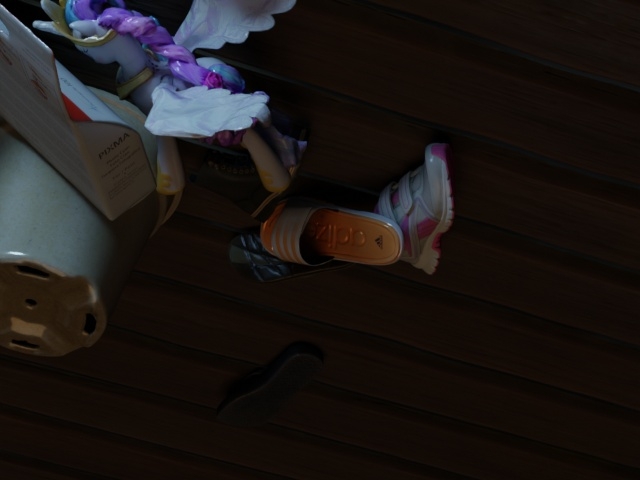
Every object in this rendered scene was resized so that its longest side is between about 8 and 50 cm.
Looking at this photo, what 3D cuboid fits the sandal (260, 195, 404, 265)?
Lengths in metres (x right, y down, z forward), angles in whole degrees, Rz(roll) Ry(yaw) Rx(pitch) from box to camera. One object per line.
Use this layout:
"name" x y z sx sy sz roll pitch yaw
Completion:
"sandal" 0.000 -0.011 1.927 0.265 0.076 0.102 5 101 36

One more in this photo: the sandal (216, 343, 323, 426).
"sandal" -0.088 0.263 2.325 0.097 0.054 0.254 32 123 -33

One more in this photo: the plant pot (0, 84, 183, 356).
"plant pot" -0.394 -0.010 1.892 0.333 0.305 0.334 5 137 5

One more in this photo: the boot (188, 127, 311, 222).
"boot" -0.108 -0.114 1.909 0.137 0.077 0.198 25 134 -10

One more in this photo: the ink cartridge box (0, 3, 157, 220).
"ink cartridge box" -0.365 -0.230 1.629 0.308 0.091 0.385 42 160 21

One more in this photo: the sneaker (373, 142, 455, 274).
"sneaker" 0.138 -0.047 1.913 0.111 0.103 0.252 9 136 -2

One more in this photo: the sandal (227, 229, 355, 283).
"sandal" -0.039 0.024 2.050 0.219 0.090 0.060 -8 163 6

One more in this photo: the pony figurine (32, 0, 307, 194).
"pony figurine" -0.164 -0.206 1.698 0.351 0.303 0.363 0 147 27
